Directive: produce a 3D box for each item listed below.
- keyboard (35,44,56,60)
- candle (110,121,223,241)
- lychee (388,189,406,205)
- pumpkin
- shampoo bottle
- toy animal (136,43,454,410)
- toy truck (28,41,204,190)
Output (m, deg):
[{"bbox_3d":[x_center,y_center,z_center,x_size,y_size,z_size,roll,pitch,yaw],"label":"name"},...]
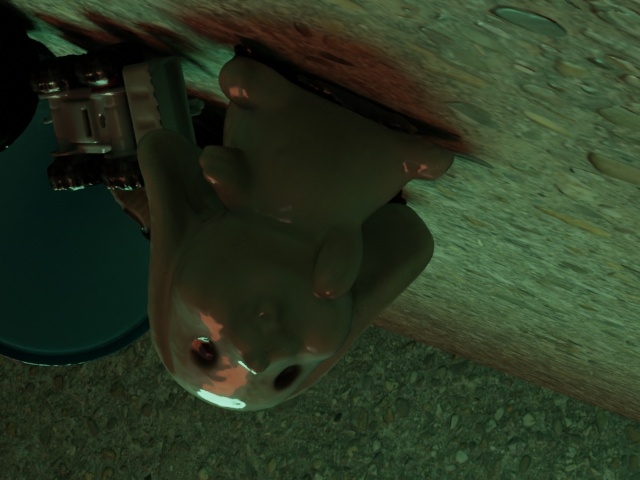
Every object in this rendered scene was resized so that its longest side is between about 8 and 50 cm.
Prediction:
[{"bbox_3d":[-0.381,-0.233,1.580,0.196,0.018,0.060,22,-179,9],"label":"keyboard"},{"bbox_3d":[-0.076,-0.030,1.602,0.317,0.131,0.287,38,-172,-12],"label":"candle"},{"bbox_3d":[0.000,0.000,1.388,0.188,0.188,0.188,22,174,2],"label":"lychee"},{"bbox_3d":[-0.394,-0.173,1.450,0.233,0.163,0.233,20,175,2],"label":"pumpkin"},{"bbox_3d":[-0.342,-0.013,1.866,0.331,0.331,0.343,24,175,-10],"label":"shampoo bottle"},{"bbox_3d":[-0.045,-0.012,1.202,0.249,0.289,0.174,44,173,-8],"label":"toy animal"},{"bbox_3d":[-0.187,-0.119,1.365,0.111,0.136,0.286,-18,-166,-31],"label":"toy truck"}]
